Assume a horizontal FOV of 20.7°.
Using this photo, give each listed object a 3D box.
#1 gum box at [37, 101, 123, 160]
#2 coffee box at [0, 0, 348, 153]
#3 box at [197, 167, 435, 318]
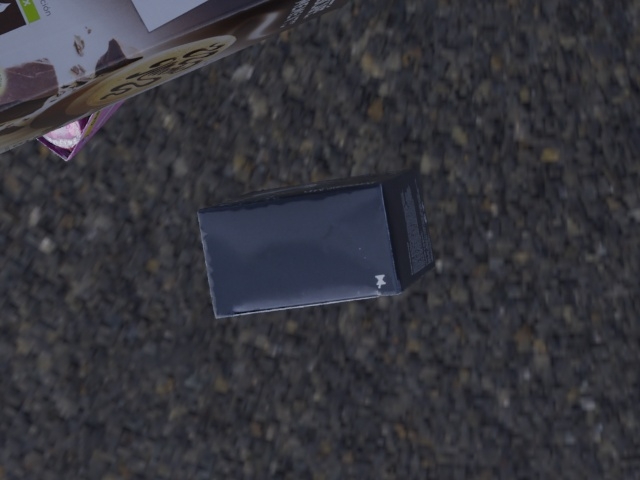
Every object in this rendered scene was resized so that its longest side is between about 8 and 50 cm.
[{"bbox_3d":[-0.186,-0.169,1.526,0.062,0.107,0.188,37,137,-1],"label":"gum box"},{"bbox_3d":[-0.125,-0.163,1.130,0.297,0.168,0.119,-24,89,-9],"label":"coffee box"},{"bbox_3d":[0.000,0.000,1.439,0.156,0.158,0.093,-8,95,14],"label":"box"}]
